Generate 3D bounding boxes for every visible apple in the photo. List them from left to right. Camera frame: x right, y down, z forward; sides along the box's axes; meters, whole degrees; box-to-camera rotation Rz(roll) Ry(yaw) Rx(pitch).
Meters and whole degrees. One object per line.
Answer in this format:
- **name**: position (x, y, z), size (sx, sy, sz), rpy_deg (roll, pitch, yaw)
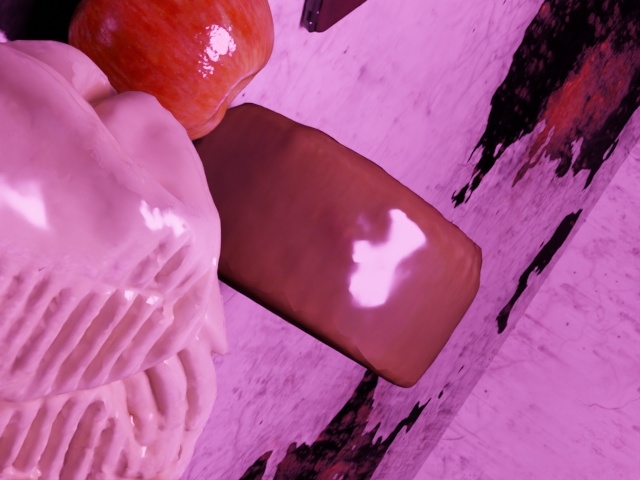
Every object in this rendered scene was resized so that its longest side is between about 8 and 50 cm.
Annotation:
- **apple**: position (-0.103, -0.142, 1.079), size (0.146, 0.131, 0.146), rpy_deg (-46, -170, 10)

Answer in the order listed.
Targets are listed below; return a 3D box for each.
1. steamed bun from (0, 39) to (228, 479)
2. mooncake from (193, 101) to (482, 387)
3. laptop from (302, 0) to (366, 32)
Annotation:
- **steamed bun**: position (-0.227, 0.018, 0.929), size (0.346, 0.237, 0.394), rpy_deg (-30, 139, 5)
- **mooncake**: position (0.000, 0.000, 1.359), size (0.156, 0.284, 0.284), rpy_deg (-56, 161, -5)
- **laptop**: position (0.050, -0.296, 1.394), size (0.154, 0.026, 0.207), rpy_deg (-42, 158, -40)
